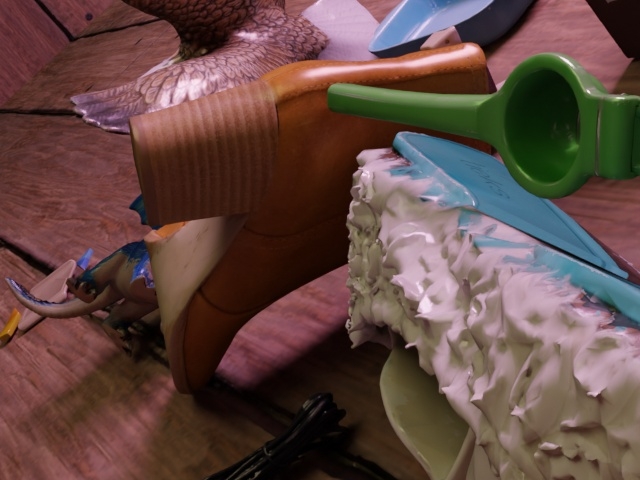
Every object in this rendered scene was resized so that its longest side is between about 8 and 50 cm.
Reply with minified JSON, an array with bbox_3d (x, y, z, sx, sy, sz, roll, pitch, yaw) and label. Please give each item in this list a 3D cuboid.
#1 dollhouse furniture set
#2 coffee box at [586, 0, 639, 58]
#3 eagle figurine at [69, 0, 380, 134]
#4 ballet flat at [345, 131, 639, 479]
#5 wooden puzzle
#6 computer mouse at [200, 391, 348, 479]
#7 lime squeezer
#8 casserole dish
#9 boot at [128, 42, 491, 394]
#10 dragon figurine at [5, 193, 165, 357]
[{"bbox_3d":[0.102,-0.113,0.843,0.081,0.091,0.114,-31,15,-15],"label":"dollhouse furniture set"},{"bbox_3d":[0.260,-0.277,0.749,0.297,0.168,0.119,-50,22,-22],"label":"coffee box"},{"bbox_3d":[-0.092,-0.165,1.018,0.225,0.226,0.298,-59,-15,-2],"label":"eagle figurine"},{"bbox_3d":[0.094,0.059,0.478,0.147,0.147,0.409,-41,18,2],"label":"ballet flat"},{"bbox_3d":[-0.282,0.058,1.257,0.116,0.014,0.078,-33,27,23],"label":"wooden puzzle"},{"bbox_3d":[-0.037,0.156,0.589,0.106,0.042,0.193,-33,22,19],"label":"computer mouse"},{"bbox_3d":[0.125,-0.053,0.476,0.310,0.059,0.110,4,30,24],"label":"lime squeezer"},{"bbox_3d":[0.117,-0.193,1.019,0.114,0.037,0.188,-51,24,-25],"label":"casserole dish"},{"bbox_3d":[0.000,-0.001,0.746,0.211,0.295,0.104,-10,60,-10],"label":"boot"},{"bbox_3d":[-0.121,0.010,0.958,0.289,0.085,0.144,-11,34,45],"label":"dragon figurine"}]
